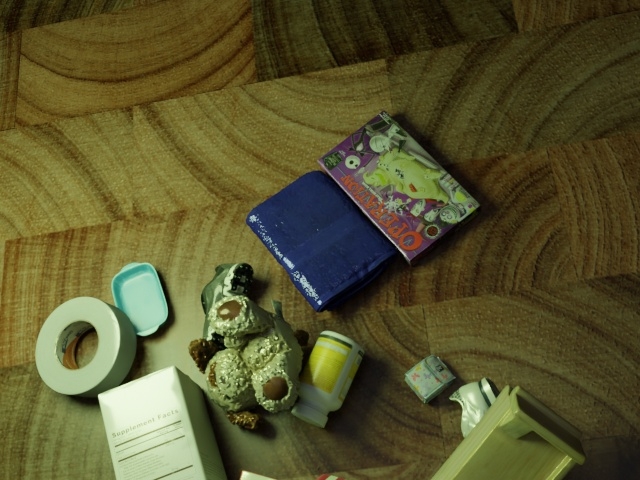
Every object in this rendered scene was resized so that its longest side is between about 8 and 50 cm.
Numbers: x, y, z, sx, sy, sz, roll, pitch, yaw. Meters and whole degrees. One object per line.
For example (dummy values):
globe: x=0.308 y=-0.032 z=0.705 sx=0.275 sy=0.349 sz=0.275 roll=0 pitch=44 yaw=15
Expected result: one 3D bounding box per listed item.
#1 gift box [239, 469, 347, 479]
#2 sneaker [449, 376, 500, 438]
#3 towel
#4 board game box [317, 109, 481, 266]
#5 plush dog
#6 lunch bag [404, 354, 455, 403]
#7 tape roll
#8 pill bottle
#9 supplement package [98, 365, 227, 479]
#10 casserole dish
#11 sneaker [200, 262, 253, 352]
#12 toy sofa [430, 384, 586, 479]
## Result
gift box: x=-0.031 y=0.566 z=1.555 sx=0.277 sy=0.258 sz=0.255 roll=5 pitch=68 yaw=15
sneaker: x=0.336 y=0.391 z=1.666 sx=0.095 sy=0.090 sz=0.235 roll=-27 pitch=60 yaw=15
towel: x=0.000 y=0.000 z=1.917 sx=0.228 sy=0.076 sz=0.308 roll=-34 pitch=63 yaw=-13
board game box: x=0.177 y=-0.126 z=1.948 sx=0.208 sy=0.056 sz=0.347 roll=-40 pitch=64 yaw=-3
plush dog: x=-0.150 y=0.263 z=1.774 sx=0.225 sy=0.211 sz=0.262 roll=-40 pitch=74 yaw=20
lunch bag: x=0.226 y=0.282 z=1.747 sx=0.083 sy=0.053 sz=0.071 roll=-33 pitch=65 yaw=-14
tape roll: x=-0.523 y=0.239 z=1.888 sx=0.219 sy=0.072 sz=0.219 roll=-7 pitch=71 yaw=20
pill bottle: x=0.012 y=0.289 z=1.758 sx=0.103 sy=0.103 sz=0.184 roll=20 pitch=71 yaw=19
supplement package: x=-0.310 y=0.435 z=1.716 sx=0.175 sy=0.177 sz=0.292 roll=-22 pitch=63 yaw=2
casserole dish: x=-0.413 y=0.139 z=1.953 sx=0.114 sy=0.037 sz=0.188 roll=-24 pitch=63 yaw=1
sneaker: x=-0.226 y=0.155 z=1.889 sx=0.106 sy=0.078 sz=0.234 roll=12 pitch=83 yaw=44
toy sofa: x=0.310 y=0.450 z=1.549 sx=0.150 sy=0.177 sz=0.362 roll=37 pitch=101 yaw=4
